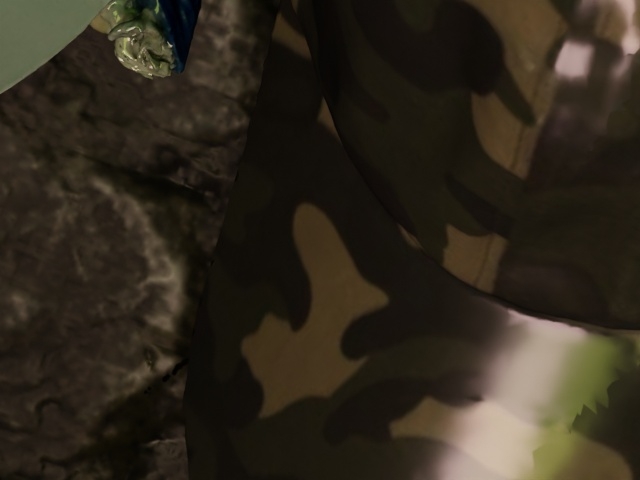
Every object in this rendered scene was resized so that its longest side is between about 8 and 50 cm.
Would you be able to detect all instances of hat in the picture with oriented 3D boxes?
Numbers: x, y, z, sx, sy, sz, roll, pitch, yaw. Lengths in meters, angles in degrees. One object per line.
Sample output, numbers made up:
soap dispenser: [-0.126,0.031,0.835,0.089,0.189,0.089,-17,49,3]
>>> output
hat: [0.078,-0.013,0.611,0.366,0.257,0.382,19,81,15]

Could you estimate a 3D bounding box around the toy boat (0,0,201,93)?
toy boat: [-0.168,-0.109,0.607,0.291,0.067,0.220,-44,106,-28]
